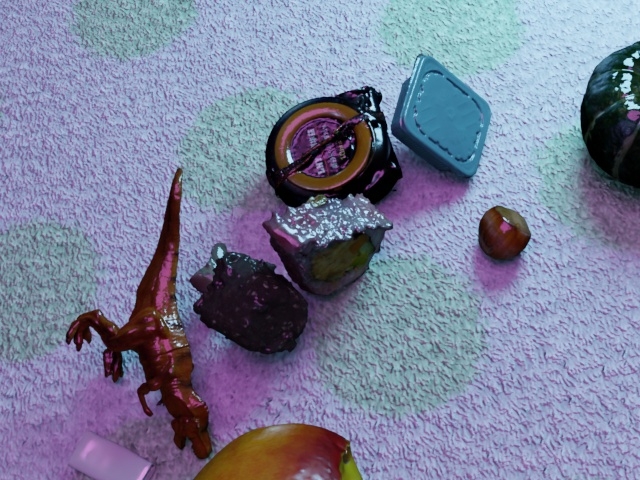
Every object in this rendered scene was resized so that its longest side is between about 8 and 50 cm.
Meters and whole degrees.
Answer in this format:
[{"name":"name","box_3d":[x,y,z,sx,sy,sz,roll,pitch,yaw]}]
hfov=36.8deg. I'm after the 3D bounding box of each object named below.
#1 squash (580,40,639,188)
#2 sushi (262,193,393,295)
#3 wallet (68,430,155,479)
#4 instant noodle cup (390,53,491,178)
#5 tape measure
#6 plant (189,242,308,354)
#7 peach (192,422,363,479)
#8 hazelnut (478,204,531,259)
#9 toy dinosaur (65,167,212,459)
[{"name":"squash","box_3d":[0.534,-0.194,1.505,0.252,0.165,0.252,-4,58,6]},{"name":"sushi","box_3d":[-0.006,0.014,1.455,0.241,0.161,0.107,-18,56,-45]},{"name":"wallet","box_3d":[-0.309,0.332,1.426,0.122,0.025,0.061,21,64,20]},{"name":"instant noodle cup","box_3d":[0.190,-0.196,1.579,0.070,0.179,0.157,-16,48,49]},{"name":"tape measure","box_3d":[0.018,-0.136,1.582,0.223,0.135,0.202,-17,69,2]},{"name":"plant","box_3d":[-0.117,0.091,1.459,0.203,0.131,0.142,36,105,41]},{"name":"peach","box_3d":[-0.076,0.379,1.204,0.242,0.380,0.306,8,88,13]},{"name":"hazelnut","box_3d":[0.285,-0.009,1.498,0.086,0.086,0.086,-4,60,7]},{"name":"toy dinosaur","box_3d":[-0.270,0.123,1.441,0.208,0.097,0.432,-13,87,21]}]
